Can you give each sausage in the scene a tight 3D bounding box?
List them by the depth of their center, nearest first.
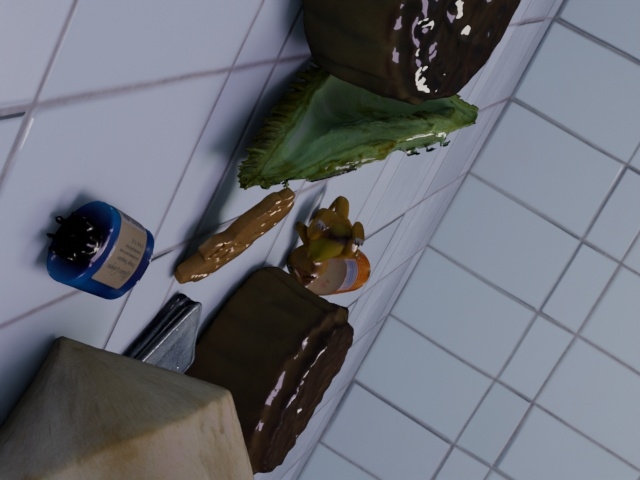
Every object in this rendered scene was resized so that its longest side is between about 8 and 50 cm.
[{"bbox_3d":[0.037,0.054,2.199,0.093,0.093,0.312,-60,168,6],"label":"sausage"}]

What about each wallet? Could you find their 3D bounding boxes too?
[{"bbox_3d":[-0.234,0.180,1.531,0.222,0.036,0.167,-50,166,-35],"label":"wallet"}]

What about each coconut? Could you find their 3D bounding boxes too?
[{"bbox_3d":[-0.216,0.251,1.228,0.329,0.329,0.329,-55,168,-18],"label":"coconut"}]

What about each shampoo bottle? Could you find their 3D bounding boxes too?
[{"bbox_3d":[-0.215,0.009,1.135,0.087,0.050,0.183,-54,168,-3],"label":"shampoo bottle"}]

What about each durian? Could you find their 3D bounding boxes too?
[{"bbox_3d":[0.035,-0.119,1.466,0.394,0.198,0.163,-24,140,-47],"label":"durian"}]

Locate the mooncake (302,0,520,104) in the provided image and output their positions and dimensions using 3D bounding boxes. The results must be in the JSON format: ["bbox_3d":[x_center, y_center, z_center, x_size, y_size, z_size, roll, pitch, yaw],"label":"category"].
[{"bbox_3d":[0.114,-0.296,1.338,0.290,0.161,0.290,-42,149,-33],"label":"mooncake"}]

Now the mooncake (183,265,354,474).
[{"bbox_3d":[-0.089,0.211,1.849,0.324,0.187,0.324,-56,167,-20],"label":"mooncake"}]

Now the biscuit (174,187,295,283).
[{"bbox_3d":[-0.104,-0.001,1.478,0.184,0.027,0.133,-36,171,0],"label":"biscuit"}]

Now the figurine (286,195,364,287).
[{"bbox_3d":[-0.001,-0.002,1.942,0.176,0.121,0.122,-51,-157,39],"label":"figurine"}]
